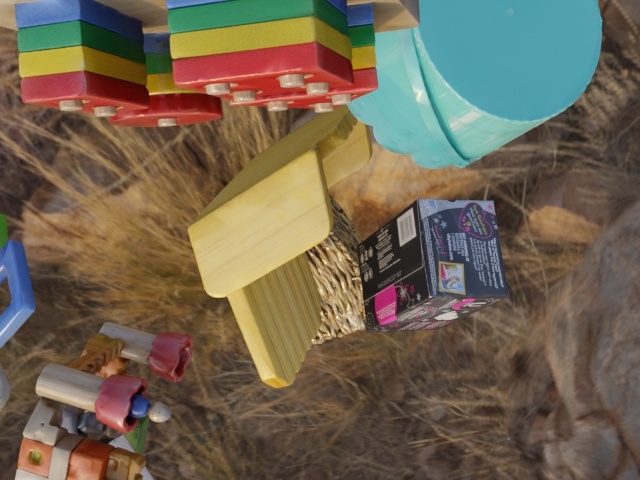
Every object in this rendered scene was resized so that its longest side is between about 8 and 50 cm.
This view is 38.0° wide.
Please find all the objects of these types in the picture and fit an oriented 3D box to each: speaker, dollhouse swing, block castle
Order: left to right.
[{"bbox_3d":[-0.339,0.387,1.538,0.212,0.303,0.454,15,104,8],"label":"block castle"},{"bbox_3d":[-0.322,0.382,1.551,0.055,0.055,0.136,-29,104,4],"label":"speaker"},{"bbox_3d":[0.000,0.000,1.442,0.315,0.347,0.305,-30,102,22],"label":"dollhouse swing"}]

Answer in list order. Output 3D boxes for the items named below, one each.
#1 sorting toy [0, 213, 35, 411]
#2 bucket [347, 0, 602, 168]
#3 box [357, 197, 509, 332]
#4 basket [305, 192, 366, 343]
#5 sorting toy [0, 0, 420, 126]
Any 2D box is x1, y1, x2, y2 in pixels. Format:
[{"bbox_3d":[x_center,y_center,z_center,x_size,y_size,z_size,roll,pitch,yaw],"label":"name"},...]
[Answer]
[{"bbox_3d":[-0.314,0.130,0.769,0.348,0.047,0.196,-55,49,19],"label":"sorting toy"},{"bbox_3d":[0.166,-0.230,1.058,0.281,0.183,0.281,3,82,-22],"label":"bucket"},{"bbox_3d":[0.174,0.044,1.496,0.142,0.247,0.164,1,72,-21],"label":"box"},{"bbox_3d":[-0.014,0.017,1.798,0.213,0.223,0.299,-21,115,19],"label":"basket"},{"bbox_3d":[-0.073,-0.134,0.647,0.257,0.255,0.090,-4,92,15],"label":"sorting toy"}]
